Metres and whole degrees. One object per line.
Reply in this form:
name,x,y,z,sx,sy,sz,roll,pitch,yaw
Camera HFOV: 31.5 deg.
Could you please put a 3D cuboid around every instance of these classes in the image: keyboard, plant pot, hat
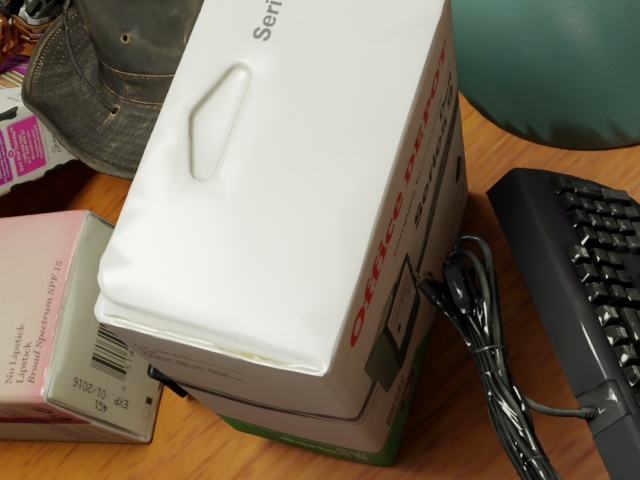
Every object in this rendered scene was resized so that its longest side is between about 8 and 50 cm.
keyboard,0.162,0.086,0.596,0.033,0.202,0.317,-57,41,42
plant pot,0.151,-0.238,0.717,0.293,0.235,0.292,-15,62,29
hat,-0.099,-0.197,0.874,0.332,0.134,0.331,-9,41,8

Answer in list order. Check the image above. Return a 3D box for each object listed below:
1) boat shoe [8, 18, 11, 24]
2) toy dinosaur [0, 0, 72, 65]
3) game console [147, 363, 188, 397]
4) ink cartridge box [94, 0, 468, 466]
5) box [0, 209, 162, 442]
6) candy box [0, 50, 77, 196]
boat shoe,-0.347,-0.264,1.161,0.228,0.080,0.076,-64,28,-1
toy dinosaur,-0.256,-0.241,0.997,0.164,0.218,0.321,6,51,-9
game console,-0.070,0.052,0.816,0.107,0.071,0.122,0,68,44
ink cartridge box,0.000,0.000,0.657,0.122,0.289,0.211,14,74,14
box,-0.245,0.072,0.893,0.232,0.127,0.148,-5,66,30
candy box,-0.308,-0.089,0.962,0.159,0.071,0.233,14,34,36
